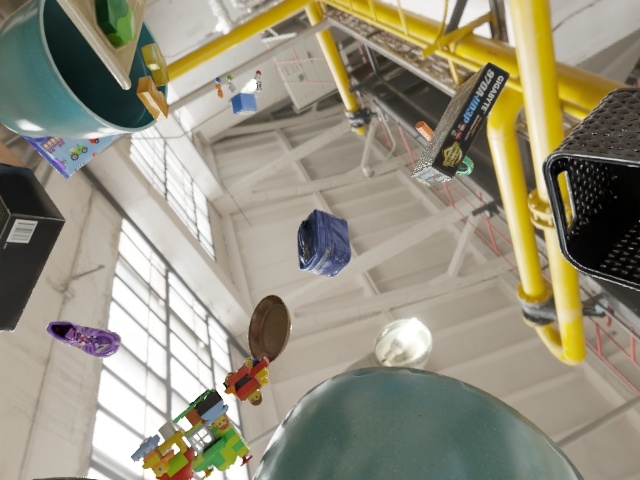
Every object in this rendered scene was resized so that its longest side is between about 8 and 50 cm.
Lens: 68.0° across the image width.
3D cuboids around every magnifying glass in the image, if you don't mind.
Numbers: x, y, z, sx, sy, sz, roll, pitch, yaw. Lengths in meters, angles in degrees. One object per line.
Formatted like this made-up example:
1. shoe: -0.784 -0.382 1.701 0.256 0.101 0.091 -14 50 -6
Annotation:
1. magnifying glass: 0.336 -0.248 1.292 0.092 0.231 0.026 11 -107 54

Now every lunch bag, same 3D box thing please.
1. lunch bag: -0.695 -0.347 1.245 0.138 0.293 0.221 37 -108 25
2. lunch bag: 0.000 0.000 0.713 0.067 0.065 0.099 -47 -144 39

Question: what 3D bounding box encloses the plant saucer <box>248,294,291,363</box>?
1. plant saucer: -0.140 0.256 1.361 0.198 0.036 0.199 -22 -120 44

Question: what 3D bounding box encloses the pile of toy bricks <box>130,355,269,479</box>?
1. pile of toy bricks: -0.135 0.255 0.621 0.212 0.105 0.118 -38 178 -7

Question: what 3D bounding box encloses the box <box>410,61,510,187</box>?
1. box: 0.267 -0.218 0.935 0.220 0.051 0.175 -61 -178 0

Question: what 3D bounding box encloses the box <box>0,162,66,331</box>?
1. box: -0.597 0.013 0.873 0.184 0.103 0.261 41 -73 26

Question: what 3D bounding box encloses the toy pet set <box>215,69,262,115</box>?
1. toy pet set: -0.205 -0.372 1.185 0.122 0.114 0.065 -10 179 4

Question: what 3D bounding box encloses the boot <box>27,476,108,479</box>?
1. boot: -0.222 0.329 0.426 0.076 0.189 0.209 -7 -116 36

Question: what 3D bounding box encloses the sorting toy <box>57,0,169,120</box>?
1. sorting toy: -0.269 -0.323 0.636 0.041 0.307 0.229 -9 -118 8

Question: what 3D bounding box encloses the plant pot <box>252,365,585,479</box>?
1. plant pot: 0.046 0.267 0.330 0.290 0.291 0.195 -7 -169 27

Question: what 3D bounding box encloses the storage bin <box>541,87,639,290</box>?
1. storage bin: 0.258 -0.024 0.311 0.084 0.122 0.180 -42 -146 -17

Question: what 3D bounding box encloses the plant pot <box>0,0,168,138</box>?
1. plant pot: -0.479 -0.309 0.892 0.255 0.272 0.272 -10 -139 25

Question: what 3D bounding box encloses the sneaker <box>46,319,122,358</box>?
1. sneaker: -0.538 0.223 1.073 0.169 0.071 0.068 12 -107 1
